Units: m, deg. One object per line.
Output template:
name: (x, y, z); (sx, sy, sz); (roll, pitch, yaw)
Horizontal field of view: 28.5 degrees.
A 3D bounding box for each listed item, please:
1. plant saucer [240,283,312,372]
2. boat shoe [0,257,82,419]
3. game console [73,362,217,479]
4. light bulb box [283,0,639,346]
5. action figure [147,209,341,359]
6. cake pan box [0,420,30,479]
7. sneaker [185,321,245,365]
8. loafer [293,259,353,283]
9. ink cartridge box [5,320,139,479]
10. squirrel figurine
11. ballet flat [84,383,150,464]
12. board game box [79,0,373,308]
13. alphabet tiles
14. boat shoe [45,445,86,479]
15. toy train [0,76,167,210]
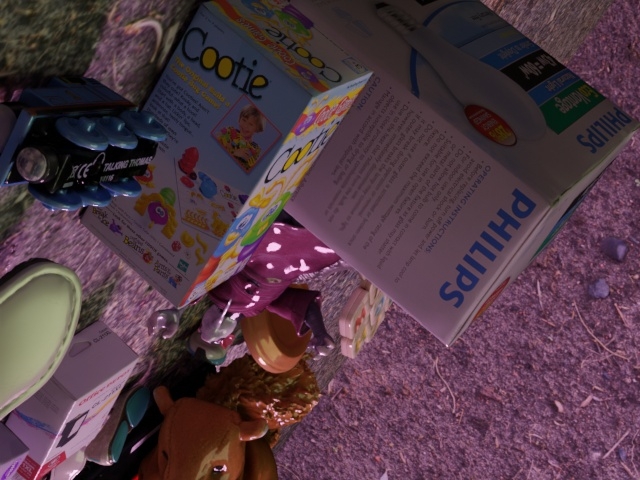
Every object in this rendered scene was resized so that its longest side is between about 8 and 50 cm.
plant saucer: (-0.064, 0.110, 2.002); (0.037, 0.200, 0.200); (-8, -170, 27)
boat shoe: (-0.339, 0.135, 1.200); (0.109, 0.091, 0.305); (32, 95, -36)
game console: (-0.347, 0.408, 2.226); (0.386, 0.060, 0.342); (-40, 160, -45)
light bulb box: (0.134, -0.123, 1.494); (0.358, 0.361, 0.225); (-34, 161, -56)
action figure: (-0.087, 0.018, 1.737); (0.370, 0.248, 0.276); (-47, -147, 42)
cake pan box: (-0.469, 0.330, 1.412); (0.267, 0.070, 0.246); (-53, 171, 15)
sneaker: (-0.157, 0.137, 2.034); (0.083, 0.071, 0.191); (-61, 174, 21)
loafer: (0.000, 0.000, 1.869); (0.094, 0.251, 0.087); (50, 42, -43)
ink cartridge box: (-0.315, 0.201, 1.563); (0.127, 0.072, 0.175); (-35, 162, -51)
squirrel figurine: (-0.171, 0.326, 2.068); (0.370, 0.281, 0.397); (88, 25, -56)
ballet flat: (-0.308, 0.271, 1.889); (0.168, 0.052, 0.057); (-65, 152, -57)
board game box: (-0.096, -0.093, 1.256); (0.275, 0.144, 0.142); (-55, 169, 29)
alphabet tiles: (0.102, 0.025, 1.756); (0.284, 0.021, 0.278); (-59, 164, -24)
boat shoe: (-0.381, 0.341, 1.872); (0.125, 0.046, 0.038); (-69, -154, 22)
toy train: (-0.199, -0.079, 0.993); (0.080, 0.105, 0.184); (-63, 166, 17)
